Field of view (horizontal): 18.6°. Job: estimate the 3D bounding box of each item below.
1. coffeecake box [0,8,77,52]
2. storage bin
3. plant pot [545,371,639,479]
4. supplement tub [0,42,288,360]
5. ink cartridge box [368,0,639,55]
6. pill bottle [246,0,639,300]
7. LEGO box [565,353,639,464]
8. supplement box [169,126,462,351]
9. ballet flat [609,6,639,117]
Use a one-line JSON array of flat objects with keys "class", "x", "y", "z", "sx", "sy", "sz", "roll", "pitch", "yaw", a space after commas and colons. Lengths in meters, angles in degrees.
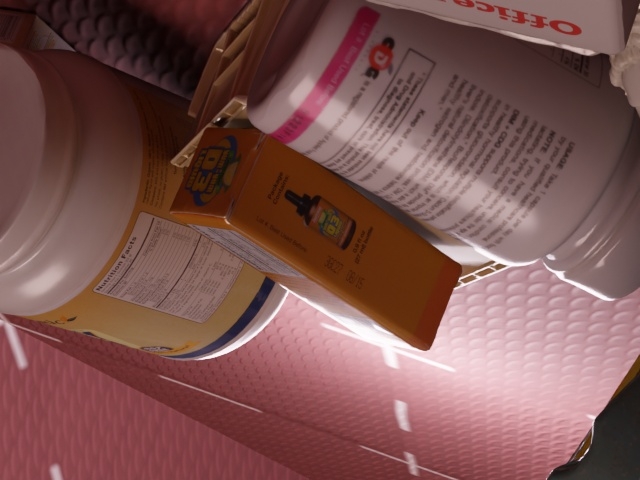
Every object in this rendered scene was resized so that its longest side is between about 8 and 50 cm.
[{"class": "coffeecake box", "x": -0.278, "y": -0.144, "z": 1.811, "sx": 0.142, "sy": 0.068, "sz": 0.185, "roll": 11, "pitch": 161, "yaw": 31}, {"class": "storage bin", "x": 0.042, "y": -0.079, "z": 1.510, "sx": 0.262, "sy": 0.123, "sz": 0.260, "roll": 24, "pitch": 165, "yaw": -11}, {"class": "plant pot", "x": 0.323, "y": 0.223, "z": 1.214, "sx": 0.334, "sy": 0.341, "sz": 0.341, "roll": 45, "pitch": 174, "yaw": 22}, {"class": "supplement tub", "x": -0.190, "y": -0.032, "z": 1.684, "sx": 0.228, "sy": 0.228, "sz": 0.316, "roll": 7, "pitch": 171, "yaw": 41}, {"class": "ink cartridge box", "x": 0.072, "y": -0.219, "z": 1.005, "sx": 0.197, "sy": 0.114, "sz": 0.273, "roll": 16, "pitch": 163, "yaw": 16}, {"class": "pill bottle", "x": 0.108, "y": -0.082, "z": 1.309, "sx": 0.283, "sy": 0.160, "sz": 0.160, "roll": 29, "pitch": 163, "yaw": -13}, {"class": "LEGO box", "x": 0.431, "y": 0.253, "z": 1.461, "sx": 0.500, "sy": 0.372, "sz": 0.193, "roll": 32, "pitch": 169, "yaw": 16}, {"class": "supplement box", "x": 0.000, "y": 0.000, "z": 1.458, "sx": 0.080, "sy": 0.078, "sz": 0.233, "roll": 9, "pitch": 160, "yaw": 47}, {"class": "ballet flat", "x": 0.289, "y": -0.059, "z": 1.230, "sx": 0.147, "sy": 0.147, "sz": 0.409, "roll": 4, "pitch": 157, "yaw": 47}]
